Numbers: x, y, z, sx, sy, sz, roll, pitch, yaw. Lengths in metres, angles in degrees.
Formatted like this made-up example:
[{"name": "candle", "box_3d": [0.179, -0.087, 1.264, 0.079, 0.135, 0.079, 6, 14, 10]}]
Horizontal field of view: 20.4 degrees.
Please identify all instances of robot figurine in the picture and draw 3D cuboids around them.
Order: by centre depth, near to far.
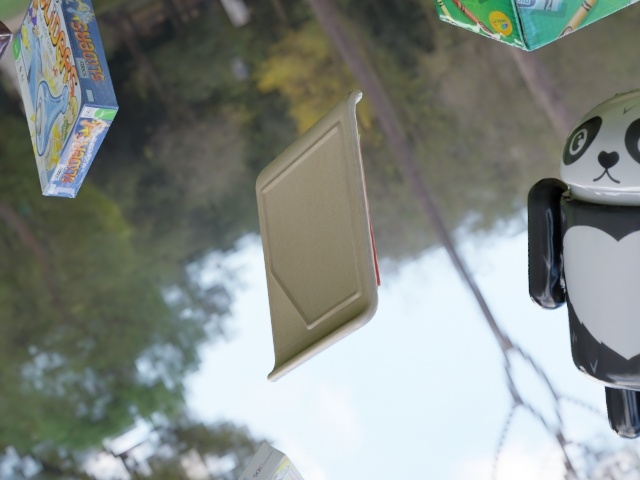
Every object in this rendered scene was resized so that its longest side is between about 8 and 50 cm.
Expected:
[{"name": "robot figurine", "box_3d": [0.274, 0.017, 1.394, 0.209, 0.278, 0.173, -5, -169, 0]}]

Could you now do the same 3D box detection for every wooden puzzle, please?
[{"name": "wooden puzzle", "box_3d": [0.000, 0.000, 1.726, 0.044, 0.238, 0.221, 7, 159, -24]}]

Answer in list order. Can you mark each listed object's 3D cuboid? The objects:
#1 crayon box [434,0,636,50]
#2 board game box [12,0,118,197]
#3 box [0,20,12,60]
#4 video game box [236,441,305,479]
[{"name": "crayon box", "box_3d": [0.265, -0.291, 1.784, 0.278, 0.081, 0.165, -26, -153, -19]}, {"name": "board game box", "box_3d": [-0.253, -0.162, 1.750, 0.035, 0.201, 0.136, 4, 140, -28]}, {"name": "box", "box_3d": [-0.367, -0.131, 1.252, 0.203, 0.168, 0.167, -1, 128, -54]}, {"name": "video game box", "box_3d": [-0.089, 0.388, 2.414, 0.187, 0.048, 0.205, -53, 155, -14]}]
